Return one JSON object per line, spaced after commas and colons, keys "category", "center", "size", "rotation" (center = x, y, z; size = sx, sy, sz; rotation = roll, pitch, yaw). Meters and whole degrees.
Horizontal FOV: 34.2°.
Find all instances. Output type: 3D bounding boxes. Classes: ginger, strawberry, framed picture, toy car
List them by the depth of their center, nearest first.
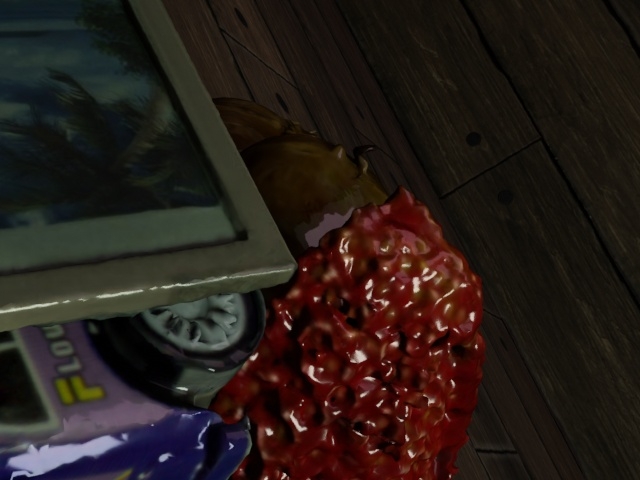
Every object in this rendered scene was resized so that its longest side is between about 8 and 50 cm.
{"category": "framed picture", "center": [-0.187, -0.054, 0.373], "size": [0.315, 0.024, 0.232], "rotation": [-9, 57, -34]}
{"category": "toy car", "center": [-0.145, 0.036, 0.445], "size": [0.158, 0.172, 0.235], "rotation": [-3, 56, -42]}
{"category": "strawberry", "center": [0.009, 0.105, 0.534], "size": [0.188, 0.286, 0.106], "rotation": [-30, 67, -36]}
{"category": "ginger", "center": [-0.043, -0.008, 0.760], "size": [0.418, 0.254, 0.176], "rotation": [-61, 156, -78]}
